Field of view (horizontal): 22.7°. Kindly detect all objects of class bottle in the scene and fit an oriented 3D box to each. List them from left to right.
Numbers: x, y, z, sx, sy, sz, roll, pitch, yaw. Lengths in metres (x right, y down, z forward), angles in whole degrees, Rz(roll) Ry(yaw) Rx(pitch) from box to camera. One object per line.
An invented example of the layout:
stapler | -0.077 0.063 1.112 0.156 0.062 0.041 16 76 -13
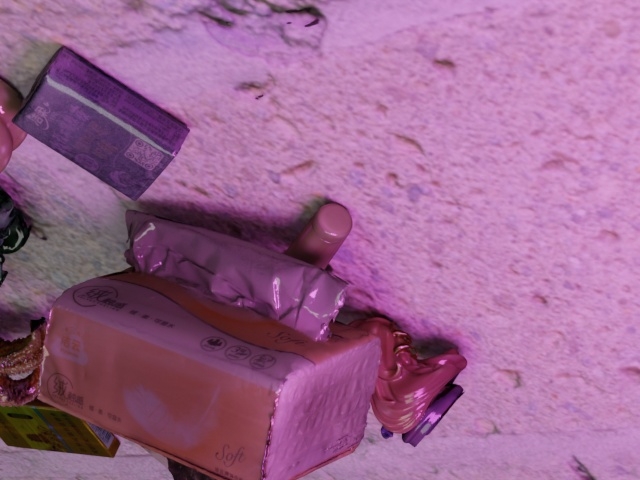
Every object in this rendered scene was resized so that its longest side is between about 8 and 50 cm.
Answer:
bottle | 0.000 0.000 1.655 0.045 0.045 0.096 28 144 -7

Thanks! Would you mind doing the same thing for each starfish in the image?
starfish | -0.485 0.119 2.061 0.312 0.113 0.303 10 148 4

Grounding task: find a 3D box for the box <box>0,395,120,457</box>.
box | -0.393 0.258 2.265 0.193 0.030 0.121 3 141 29

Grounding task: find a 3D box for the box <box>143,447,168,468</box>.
box | -0.197 0.199 2.028 0.164 0.069 0.256 -10 134 40

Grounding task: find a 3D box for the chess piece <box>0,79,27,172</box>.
chess piece | -0.414 -0.051 1.638 0.143 0.260 0.142 16 149 10

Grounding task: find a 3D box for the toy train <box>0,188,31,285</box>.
toy train | -0.475 0.034 1.856 0.202 0.120 0.301 28 124 -13

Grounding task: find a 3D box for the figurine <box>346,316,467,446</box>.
figurine | 0.089 0.147 1.750 0.157 0.126 0.114 44 -176 -14

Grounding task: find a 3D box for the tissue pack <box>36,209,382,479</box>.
tissue pack | -0.114 0.103 1.693 0.306 0.238 0.238 18 148 30

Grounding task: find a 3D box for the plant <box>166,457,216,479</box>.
plant | -0.094 0.220 1.902 0.129 0.194 0.132 -18 103 43

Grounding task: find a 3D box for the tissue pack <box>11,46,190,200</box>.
tissue pack | -0.224 -0.117 1.621 0.156 0.051 0.112 33 143 -13
